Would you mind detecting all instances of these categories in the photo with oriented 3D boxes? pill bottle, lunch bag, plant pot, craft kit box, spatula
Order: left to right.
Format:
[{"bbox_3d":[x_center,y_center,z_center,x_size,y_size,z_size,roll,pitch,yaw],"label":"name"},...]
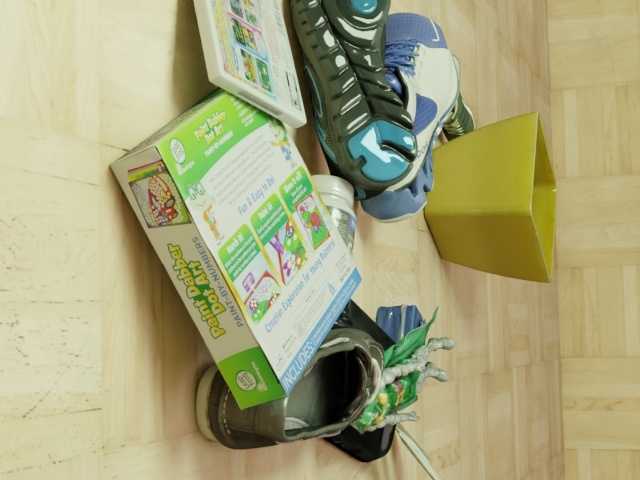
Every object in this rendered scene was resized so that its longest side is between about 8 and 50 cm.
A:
[{"bbox_3d":[-0.066,-0.011,1.104,0.247,0.061,0.250,66,25,-14],"label":"craft kit box"},{"bbox_3d":[0.000,0.000,1.348,0.078,0.078,0.137,53,39,-58],"label":"pill bottle"},{"bbox_3d":[0.117,0.136,1.676,0.067,0.065,0.098,55,37,-56],"label":"lunch bag"},{"bbox_3d":[0.177,0.346,1.645,0.242,0.019,0.168,51,-4,-1],"label":"spatula"},{"bbox_3d":[0.287,-0.066,2.003,0.212,0.187,0.212,62,32,-49],"label":"plant pot"}]

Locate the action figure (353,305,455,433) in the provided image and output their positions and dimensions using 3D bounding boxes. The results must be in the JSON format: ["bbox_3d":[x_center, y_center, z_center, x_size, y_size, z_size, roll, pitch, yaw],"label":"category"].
[{"bbox_3d":[0.096,0.180,1.462,0.232,0.063,0.137,-27,128,-56],"label":"action figure"}]

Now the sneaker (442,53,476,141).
[{"bbox_3d":[0.214,-0.218,2.018,0.086,0.064,0.192,-63,145,-42],"label":"sneaker"}]

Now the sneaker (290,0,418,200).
[{"bbox_3d":[0.021,-0.212,1.426,0.139,0.125,0.341,138,-54,-69],"label":"sneaker"}]

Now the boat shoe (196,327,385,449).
[{"bbox_3d":[0.002,0.158,1.228,0.335,0.095,0.112,-5,99,-60],"label":"boat shoe"}]

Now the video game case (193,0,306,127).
[{"bbox_3d":[-0.073,-0.200,1.157,0.143,0.019,0.157,23,49,-54],"label":"video game case"}]

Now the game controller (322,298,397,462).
[{"bbox_3d":[0.038,0.175,1.481,0.319,0.067,0.166,46,59,-61],"label":"game controller"}]

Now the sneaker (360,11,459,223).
[{"bbox_3d":[0.101,-0.201,1.588,0.182,0.127,0.316,62,33,-55],"label":"sneaker"}]
